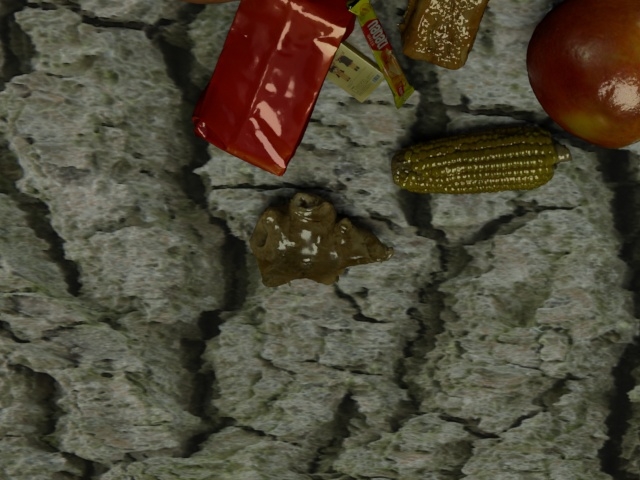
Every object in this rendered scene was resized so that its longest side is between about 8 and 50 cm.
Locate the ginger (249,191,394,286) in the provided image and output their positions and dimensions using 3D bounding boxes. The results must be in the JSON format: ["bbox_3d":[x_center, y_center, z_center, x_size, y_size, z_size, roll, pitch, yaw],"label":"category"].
[{"bbox_3d":[0.000,0.000,2.263,0.270,0.123,0.218,-8,130,-1],"label":"ginger"}]

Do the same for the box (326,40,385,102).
[{"bbox_3d":[0.039,-0.309,2.082,0.149,0.020,0.073,34,124,-19],"label":"box"}]

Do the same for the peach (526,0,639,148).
[{"bbox_3d":[0.477,-0.287,1.921,0.281,0.238,0.281,2,95,24],"label":"peach"}]

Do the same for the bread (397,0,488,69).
[{"bbox_3d":[0.218,-0.416,1.947,0.139,0.077,0.271,16,126,-2],"label":"bread"}]

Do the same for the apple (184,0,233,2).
[{"bbox_3d":[-0.153,-0.515,1.672,0.364,0.364,0.364,3,127,4],"label":"apple"}]

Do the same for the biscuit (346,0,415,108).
[{"bbox_3d":[0.103,-0.319,1.992,0.048,0.026,0.292,-41,146,-4],"label":"biscuit"}]

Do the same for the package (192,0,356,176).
[{"bbox_3d":[-0.076,-0.304,2.017,0.196,0.123,0.423,25,121,-3],"label":"package"}]

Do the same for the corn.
[{"bbox_3d":[0.288,-0.141,2.130,0.322,0.119,0.119,-4,127,13],"label":"corn"}]
